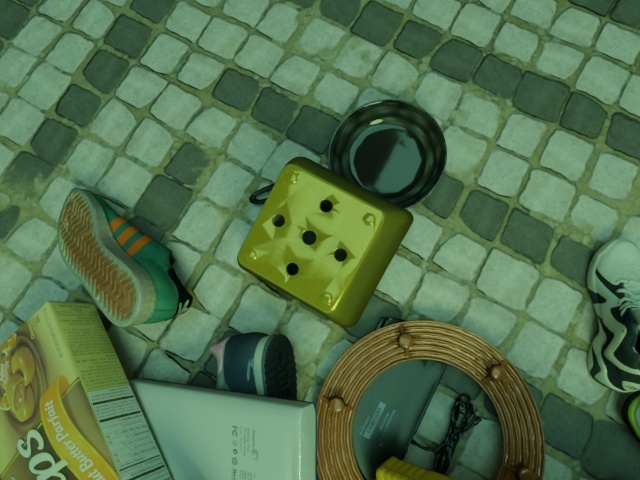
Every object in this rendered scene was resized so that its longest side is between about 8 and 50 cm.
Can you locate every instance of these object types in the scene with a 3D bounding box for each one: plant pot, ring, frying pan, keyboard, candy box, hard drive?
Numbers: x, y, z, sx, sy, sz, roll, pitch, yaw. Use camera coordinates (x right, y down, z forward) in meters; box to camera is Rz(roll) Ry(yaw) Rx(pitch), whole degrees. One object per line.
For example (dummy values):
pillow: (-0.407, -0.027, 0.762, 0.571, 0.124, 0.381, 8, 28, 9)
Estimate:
plant pot: (0.000, 0.000, 0.617, 0.212, 0.187, 0.212, 29, 93, 7)
ring: (0.155, 0.285, 0.616, 0.336, 0.032, 0.337, -1, 77, 4)
frying pan: (0.062, -0.100, 0.728, 0.326, 0.053, 0.197, -40, 77, 4)
keyboard: (0.116, 0.291, 0.649, 0.201, 0.033, 0.317, 28, 81, 9)
candy box: (-0.352, 0.265, 0.596, 0.183, 0.087, 0.316, -41, 69, 11)
hard drive: (-0.149, 0.307, 0.567, 0.318, 0.040, 0.210, -5, 81, 30)

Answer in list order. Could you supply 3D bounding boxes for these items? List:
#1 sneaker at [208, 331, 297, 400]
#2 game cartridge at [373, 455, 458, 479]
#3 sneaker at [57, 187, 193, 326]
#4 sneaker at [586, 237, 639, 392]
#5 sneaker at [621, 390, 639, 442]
sneaker: (-0.111, 0.297, 0.633, 0.131, 0.112, 0.319, -2, 78, 26)
game cartridge: (0.199, 0.416, 0.454, 0.323, 0.052, 0.286, -3, 97, 43)
sneaker: (-0.321, 0.026, 0.697, 0.302, 0.121, 0.108, 44, 105, 28)
sneaker: (0.463, 0.101, 0.613, 0.094, 0.153, 0.235, 16, 79, 4)
sneaker: (0.524, 0.310, 0.587, 0.234, 0.097, 0.084, 45, 83, 3)
